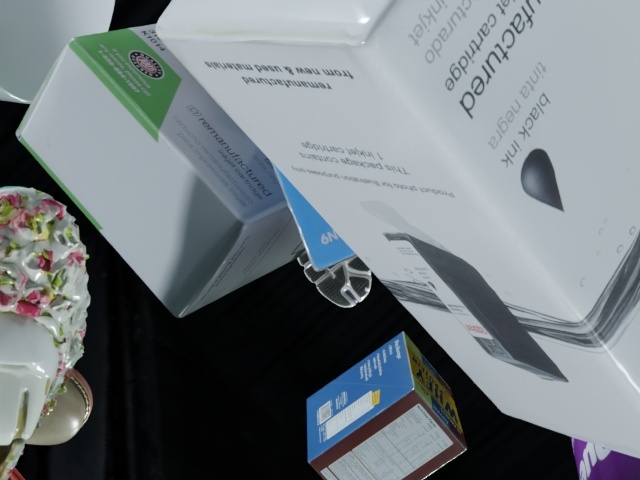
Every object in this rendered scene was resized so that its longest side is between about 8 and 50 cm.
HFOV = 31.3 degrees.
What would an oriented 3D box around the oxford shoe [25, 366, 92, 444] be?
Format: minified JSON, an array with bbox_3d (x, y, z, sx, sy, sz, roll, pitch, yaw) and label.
[{"bbox_3d":[-0.357,0.123,0.994,0.348,0.123,0.130,25,-159,-28],"label":"oxford shoe"}]

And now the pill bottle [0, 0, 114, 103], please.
[{"bbox_3d":[-0.355,-0.221,0.888,0.363,0.210,0.210,13,-172,24],"label":"pill bottle"}]

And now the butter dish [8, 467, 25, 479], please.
[{"bbox_3d":[-0.357,0.269,1.118,0.118,0.160,0.160,-50,-57,-33],"label":"butter dish"}]

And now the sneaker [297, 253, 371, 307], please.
[{"bbox_3d":[0.000,0.000,1.229,0.170,0.068,0.071,55,179,22],"label":"sneaker"}]

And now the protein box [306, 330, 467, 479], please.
[{"bbox_3d":[0.097,0.285,1.785,0.136,0.201,0.200,50,-168,-17],"label":"protein box"}]

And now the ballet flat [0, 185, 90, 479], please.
[{"bbox_3d":[-0.167,0.090,0.551,0.091,0.241,0.077,12,-152,-26],"label":"ballet flat"}]

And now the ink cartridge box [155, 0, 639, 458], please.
[{"bbox_3d":[0.100,-0.062,0.459,0.114,0.197,0.273,15,155,47],"label":"ink cartridge box"}]

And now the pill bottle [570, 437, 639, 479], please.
[{"bbox_3d":[0.281,0.187,0.813,0.181,0.181,0.323,39,-152,-23],"label":"pill bottle"}]

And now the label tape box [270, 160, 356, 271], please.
[{"bbox_3d":[0.032,-0.181,0.643,0.106,0.240,0.334,-174,63,-78],"label":"label tape box"}]

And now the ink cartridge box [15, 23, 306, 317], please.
[{"bbox_3d":[-0.058,-0.064,0.750,0.160,0.092,0.219,46,-145,11],"label":"ink cartridge box"}]
